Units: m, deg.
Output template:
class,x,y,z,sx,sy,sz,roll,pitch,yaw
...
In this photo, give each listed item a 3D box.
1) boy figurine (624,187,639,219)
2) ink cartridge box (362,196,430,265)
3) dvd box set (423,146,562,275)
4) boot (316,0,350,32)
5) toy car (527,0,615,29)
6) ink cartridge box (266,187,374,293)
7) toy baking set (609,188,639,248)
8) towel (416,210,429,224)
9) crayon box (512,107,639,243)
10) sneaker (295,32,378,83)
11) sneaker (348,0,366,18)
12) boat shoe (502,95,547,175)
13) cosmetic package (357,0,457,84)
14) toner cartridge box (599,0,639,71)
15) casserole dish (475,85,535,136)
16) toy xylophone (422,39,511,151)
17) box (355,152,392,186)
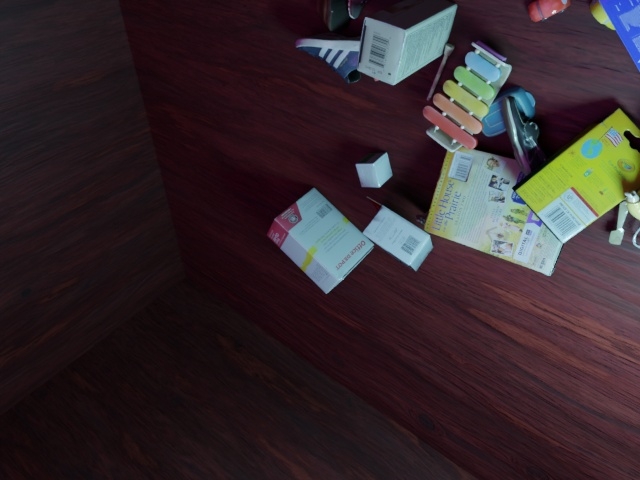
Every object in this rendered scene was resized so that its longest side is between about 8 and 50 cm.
class,x,y,z,sx,sy,sz,roll,pitch,yaw
boy figurine,0.850,-0.105,1.141,0.177,0.092,0.285,-5,114,2
ink cartridge box,0.273,-0.018,1.729,0.271,0.130,0.309,36,-177,18
dvd box set,0.564,-0.107,1.441,0.420,0.062,0.308,22,108,31
boot,0.043,-0.808,1.407,0.115,0.112,0.305,53,152,23
toy car,0.614,-0.610,1.056,0.239,0.053,0.225,24,137,29
ink cartridge box,0.000,0.000,2.029,0.384,0.279,0.160,44,144,6
toy baking set,0.902,-0.069,1.237,0.256,0.030,0.197,-21,108,42
towel,0.451,-0.052,1.653,0.197,0.144,0.029,29,112,23
crayon box,0.719,-0.170,1.237,0.318,0.081,0.202,-42,89,20
sneaker,0.063,-0.611,1.546,0.350,0.131,0.148,21,131,32
sneaker,0.132,-0.758,1.410,0.064,0.061,0.158,30,141,13
boat shoe,0.579,-0.306,1.304,0.079,0.084,0.233,-23,103,14
cosmetic package,0.241,-0.566,1.271,0.129,0.296,0.153,32,139,23
toner cartridge box,0.770,-0.440,0.984,0.348,0.075,0.165,48,143,-16
casserole dish,0.539,-0.375,1.357,0.188,0.037,0.114,-23,106,51
toy xylophone,0.413,-0.433,1.355,0.236,0.081,0.323,39,138,27
box,0.204,-0.267,1.735,0.087,0.101,0.102,8,127,41
